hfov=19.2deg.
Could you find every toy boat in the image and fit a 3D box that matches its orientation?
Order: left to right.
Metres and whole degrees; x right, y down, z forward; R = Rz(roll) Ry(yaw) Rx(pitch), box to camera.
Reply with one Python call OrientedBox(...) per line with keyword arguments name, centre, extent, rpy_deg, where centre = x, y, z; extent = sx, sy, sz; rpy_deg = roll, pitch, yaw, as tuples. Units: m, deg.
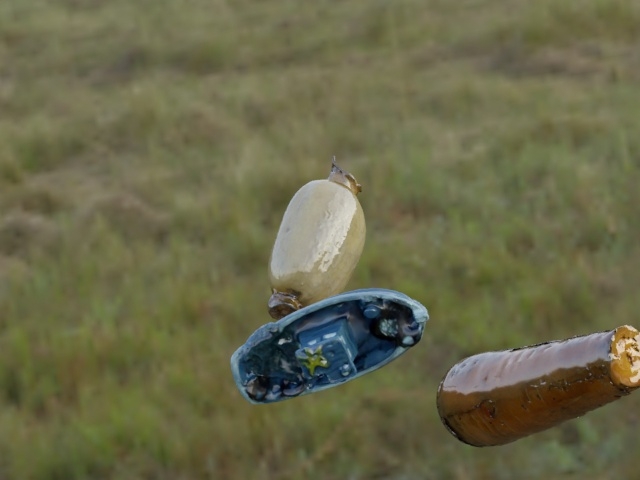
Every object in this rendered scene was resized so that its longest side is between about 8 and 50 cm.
OrientedBox(name="toy boat", centre=(0.007, 0.069, 1.244), extent=(0.137, 0.060, 0.061), rpy_deg=(-20, 19, 7))

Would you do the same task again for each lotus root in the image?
OrientedBox(name="lotus root", centre=(0.000, 0.000, 1.502), extent=(0.062, 0.073, 0.150), rpy_deg=(-17, 42, 49))

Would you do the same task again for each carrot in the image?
OrientedBox(name="carrot", centre=(0.121, 0.079, 1.031), extent=(0.055, 0.055, 0.161), rpy_deg=(-13, -4, -32))
